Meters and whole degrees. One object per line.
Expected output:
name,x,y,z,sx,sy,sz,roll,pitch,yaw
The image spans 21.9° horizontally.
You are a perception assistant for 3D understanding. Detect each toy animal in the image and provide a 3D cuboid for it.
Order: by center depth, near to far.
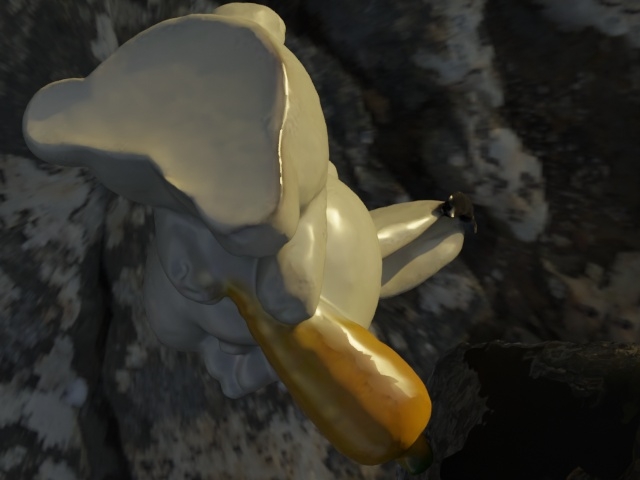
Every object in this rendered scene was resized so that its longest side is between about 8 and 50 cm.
toy animal,0.000,0.000,0.551,0.131,0.181,0.127,20,70,28

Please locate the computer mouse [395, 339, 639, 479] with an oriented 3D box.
computer mouse,0.089,0.114,0.477,0.100,0.269,0.170,8,84,-25
